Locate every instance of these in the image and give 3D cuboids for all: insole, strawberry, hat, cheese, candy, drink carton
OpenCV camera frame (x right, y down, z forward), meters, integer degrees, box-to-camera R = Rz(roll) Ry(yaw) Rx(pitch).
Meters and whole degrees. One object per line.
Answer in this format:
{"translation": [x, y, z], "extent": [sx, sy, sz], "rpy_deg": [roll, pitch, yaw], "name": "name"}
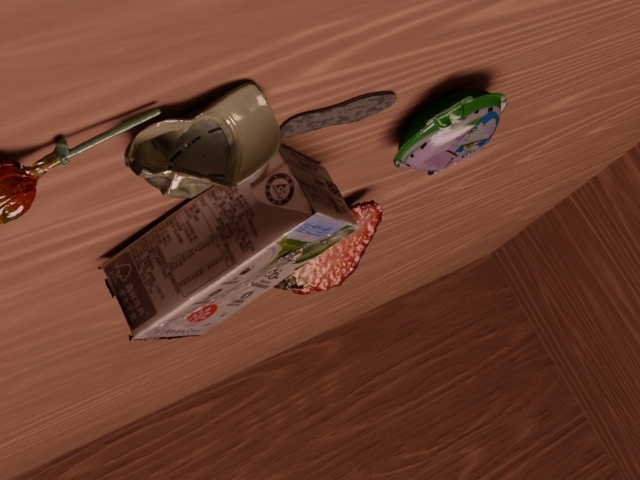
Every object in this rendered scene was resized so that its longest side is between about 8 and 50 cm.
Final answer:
{"translation": [0.026, -0.168, 0.944], "extent": [0.193, 0.006, 0.065], "rpy_deg": [-20, 165, -29], "name": "insole"}
{"translation": [0.001, 0.005, 1.374], "extent": [0.235, 0.107, 0.175], "rpy_deg": [-24, 130, -20], "name": "strawberry"}
{"translation": [-0.125, -0.110, 0.757], "extent": [0.166, 0.081, 0.122], "rpy_deg": [-41, 132, -9], "name": "hat"}
{"translation": [0.214, -0.165, 1.162], "extent": [0.203, 0.083, 0.320], "rpy_deg": [-29, 166, 6], "name": "cheese"}
{"translation": [-0.241, -0.079, 0.672], "extent": [0.201, 0.060, 0.060], "rpy_deg": [-32, 168, -15], "name": "candy"}
{"translation": [-0.130, 0.010, 1.031], "extent": [0.324, 0.132, 0.194], "rpy_deg": [-33, 165, 15], "name": "drink carton"}
